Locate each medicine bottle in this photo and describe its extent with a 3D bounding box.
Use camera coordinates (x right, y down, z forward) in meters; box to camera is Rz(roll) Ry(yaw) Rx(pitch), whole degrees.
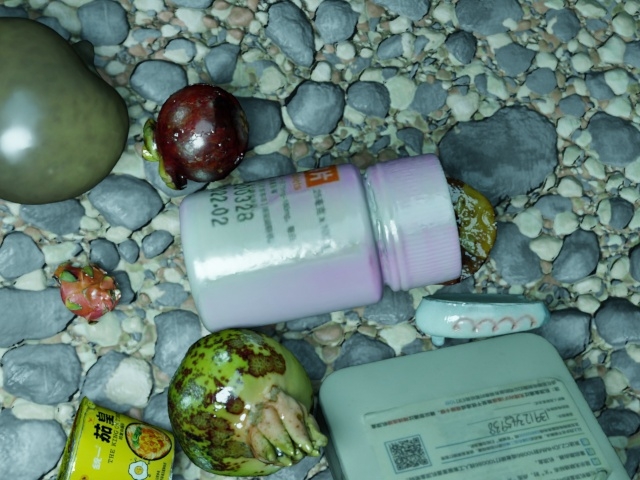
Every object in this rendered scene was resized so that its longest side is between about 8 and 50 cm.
[{"bbox_3d":[0.000,0.000,1.503,0.389,0.219,0.219,-12,76,2],"label":"medicine bottle"}]

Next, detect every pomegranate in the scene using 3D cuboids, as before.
[{"bbox_3d":[-0.086,0.230,1.430,0.222,0.277,0.203,33,58,-34],"label":"pomegranate"}]

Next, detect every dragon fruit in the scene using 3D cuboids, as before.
[{"bbox_3d":[-0.359,0.072,1.534,0.116,0.086,0.081,30,110,8],"label":"dragon fruit"}]

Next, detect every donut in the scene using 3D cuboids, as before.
[{"bbox_3d":[0.198,-0.008,1.652,0.166,0.073,0.184,21,73,-1],"label":"donut"}]

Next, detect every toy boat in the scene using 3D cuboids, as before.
[{"bbox_3d":[0.252,0.126,1.597,0.208,0.134,0.078,-1,97,-12],"label":"toy boat"}]

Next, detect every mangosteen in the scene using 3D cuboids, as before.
[{"bbox_3d":[-0.201,-0.161,1.591,0.180,0.166,0.166,-24,78,16],"label":"mangosteen"}]

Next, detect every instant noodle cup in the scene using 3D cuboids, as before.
[{"bbox_3d":[-0.289,0.324,1.430,0.144,0.182,0.182,16,72,-14],"label":"instant noodle cup"}]

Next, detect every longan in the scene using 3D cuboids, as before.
[{"bbox_3d":[-0.433,-0.193,1.514,0.300,0.243,0.300,14,64,-31],"label":"longan"}]

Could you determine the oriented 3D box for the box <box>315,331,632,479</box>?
[{"bbox_3d":[0.222,0.330,1.460,0.396,0.111,0.396,-10,45,-11],"label":"box"}]
